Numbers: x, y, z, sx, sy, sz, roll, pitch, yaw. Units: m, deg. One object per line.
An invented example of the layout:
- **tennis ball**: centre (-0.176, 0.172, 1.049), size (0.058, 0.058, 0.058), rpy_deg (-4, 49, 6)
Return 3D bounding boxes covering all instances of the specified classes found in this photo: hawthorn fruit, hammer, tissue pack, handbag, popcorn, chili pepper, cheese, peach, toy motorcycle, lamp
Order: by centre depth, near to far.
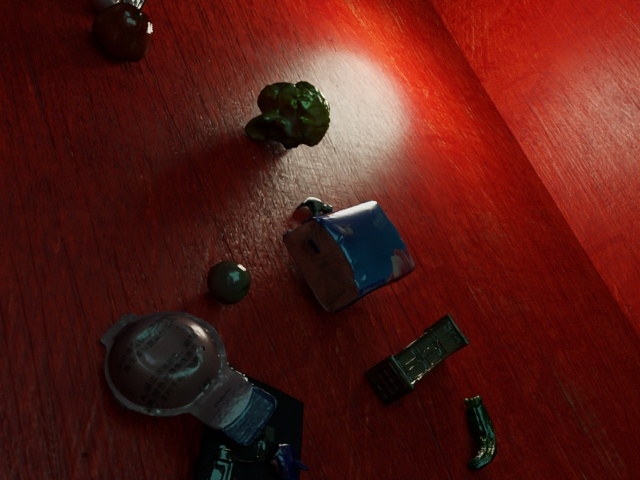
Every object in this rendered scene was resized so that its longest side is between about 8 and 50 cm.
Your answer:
- **cheese**: centre (-0.202, 0.201, 0.984), size (0.286, 0.074, 0.189), rpy_deg (29, 51, 11)
- **handbag**: centre (-0.109, 0.327, 1.020), size (0.211, 0.088, 0.254), rpy_deg (37, 36, -31)
- **peach**: centre (-0.171, 0.077, 1.205), size (0.083, 0.083, 0.083), rpy_deg (30, 38, -27)
- **hawthorn fruit**: centre (-0.419, -0.448, 1.404), size (0.125, 0.140, 0.125), rpy_deg (-1, 91, -51)
- **tissue pack**: centre (0.072, 0.023, 1.445), size (0.269, 0.137, 0.209), rpy_deg (-18, 73, -53)
- **lamp**: centre (0.224, 0.261, 1.471), size (0.325, 0.089, 0.090), rpy_deg (-17, 69, -55)
- **chili pepper**: centre (0.362, 0.444, 1.486), size (0.073, 0.050, 0.182), rpy_deg (38, 37, -29)
- **hammer**: centre (0.000, 0.000, 1.526), size (0.103, 0.029, 0.246), rpy_deg (21, 44, -36)
- **toy motorcycle**: centre (-0.453, -0.585, 1.533), size (0.112, 0.112, 0.254), rpy_deg (38, 36, -17)
- **popcorn**: centre (-0.082, -0.301, 1.616), size (0.212, 0.198, 0.198), rpy_deg (-39, 88, -30)

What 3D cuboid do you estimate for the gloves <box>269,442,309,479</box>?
- **gloves**: centre (-0.046, 0.345, 0.999), size (0.086, 0.026, 0.064), rpy_deg (61, 25, -15)
